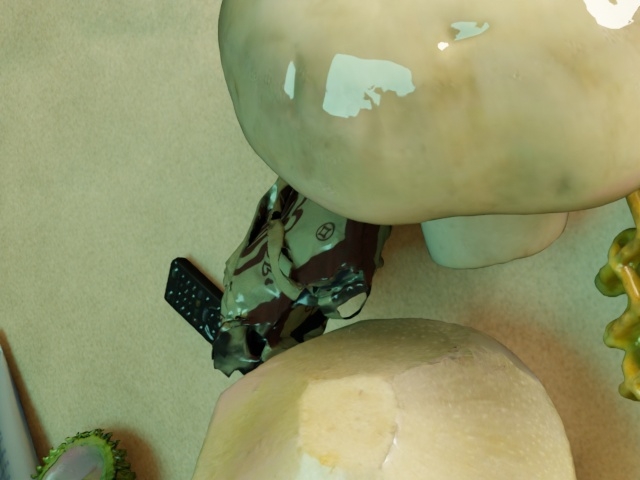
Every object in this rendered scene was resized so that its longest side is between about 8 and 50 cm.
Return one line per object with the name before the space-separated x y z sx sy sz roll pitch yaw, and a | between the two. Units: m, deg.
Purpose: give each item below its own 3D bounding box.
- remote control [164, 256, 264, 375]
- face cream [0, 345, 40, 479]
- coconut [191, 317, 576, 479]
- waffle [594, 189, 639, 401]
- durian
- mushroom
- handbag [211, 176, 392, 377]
remote control | -0.086 0.106 1.380 0.245 0.025 0.063 41 126 30
face cream | -0.428 0.357 1.725 0.235 0.137 0.420 -43 62 43
coconut | 0.053 0.229 1.033 0.352 0.352 0.352 12 108 42
waffle | 0.317 0.049 0.927 0.309 0.065 0.283 16 108 45
durian | -0.283 0.309 1.575 0.221 0.095 0.137 -19 43 38
mushroom | 0.112 -0.130 0.926 0.325 0.353 0.353 -159 63 -70
handbag | 0.000 0.000 1.158 0.127 0.235 0.213 35 132 -16
